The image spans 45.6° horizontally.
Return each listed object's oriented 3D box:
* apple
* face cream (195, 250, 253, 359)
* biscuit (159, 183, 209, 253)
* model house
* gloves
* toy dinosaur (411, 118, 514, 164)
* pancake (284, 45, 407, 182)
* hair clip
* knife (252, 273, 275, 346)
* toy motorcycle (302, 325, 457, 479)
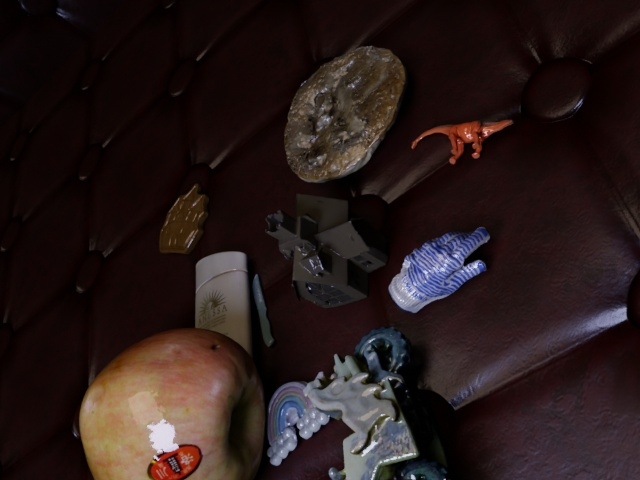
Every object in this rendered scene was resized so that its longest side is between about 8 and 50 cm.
[{"bbox_3d":[-0.296,0.377,1.557,0.346,0.391,0.392,-4,63,22],"label":"apple"},{"bbox_3d":[-0.236,0.178,1.840,0.173,0.081,0.349,-29,50,30],"label":"face cream"},{"bbox_3d":[-0.384,-0.064,2.158,0.182,0.034,0.215,0,68,44],"label":"biscuit"},{"bbox_3d":[0.000,0.000,1.590,0.204,0.243,0.211,-22,53,35],"label":"model house"},{"bbox_3d":[0.231,0.052,1.462,0.229,0.097,0.119,-41,75,13],"label":"gloves"},{"bbox_3d":[0.288,-0.210,1.578,0.279,0.055,0.101,-8,53,43],"label":"toy dinosaur"},{"bbox_3d":[0.057,-0.302,1.830,0.387,0.082,0.387,-27,47,33],"label":"pancake"},{"bbox_3d":[-0.044,0.354,1.584,0.220,0.054,0.140,-44,49,22],"label":"hair clip"},{"bbox_3d":[-0.137,0.165,1.801,0.028,0.015,0.210,-44,43,27],"label":"knife"},{"bbox_3d":[0.103,0.350,1.356,0.237,0.168,0.410,-33,42,19],"label":"toy motorcycle"}]
